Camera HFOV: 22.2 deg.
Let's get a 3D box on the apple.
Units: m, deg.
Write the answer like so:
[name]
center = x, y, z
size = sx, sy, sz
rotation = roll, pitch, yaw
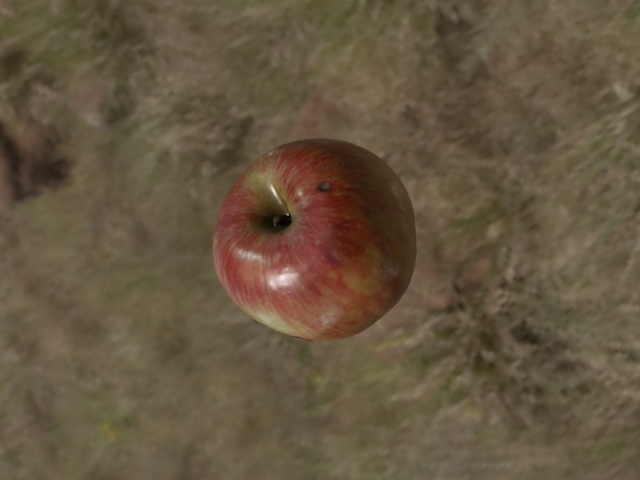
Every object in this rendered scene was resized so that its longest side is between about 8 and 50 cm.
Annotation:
[apple]
center = 0.000, 0.000, 1.146
size = 0.146, 0.146, 0.131
rotation = 37, 180, 40
